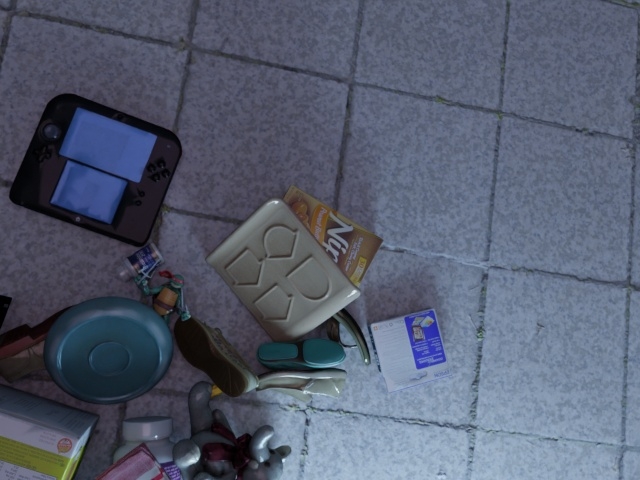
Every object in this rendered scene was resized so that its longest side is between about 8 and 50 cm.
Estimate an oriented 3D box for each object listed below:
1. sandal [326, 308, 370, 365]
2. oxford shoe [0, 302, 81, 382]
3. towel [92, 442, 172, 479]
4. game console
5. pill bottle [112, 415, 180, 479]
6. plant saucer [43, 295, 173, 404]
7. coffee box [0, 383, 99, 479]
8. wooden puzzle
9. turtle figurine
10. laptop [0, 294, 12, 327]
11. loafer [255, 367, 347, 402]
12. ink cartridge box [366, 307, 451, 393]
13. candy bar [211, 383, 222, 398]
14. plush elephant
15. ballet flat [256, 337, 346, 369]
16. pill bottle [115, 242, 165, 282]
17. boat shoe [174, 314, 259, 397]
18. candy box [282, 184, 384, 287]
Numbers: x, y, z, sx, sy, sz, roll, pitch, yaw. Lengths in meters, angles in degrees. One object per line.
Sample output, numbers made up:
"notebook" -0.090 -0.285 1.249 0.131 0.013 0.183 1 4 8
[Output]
"sandal" 0.042 0.232 1.726 0.086 0.120 0.302 -39 83 3
"oxford shoe" -0.669 0.259 1.589 0.349 0.123 0.130 -19 112 -15
"towel" -0.415 0.678 1.420 0.237 0.037 0.329 -38 87 -10
"game console" -0.611 -0.199 1.683 0.387 0.060 0.341 20 78 -7
"pill bottle" -0.438 0.605 1.533 0.170 0.169 0.301 1 81 -11
"plant saucer" -0.537 0.293 1.549 0.318 0.043 0.317 -6 112 -15
"coffee box" -0.753 0.534 1.395 0.339 0.338 0.334 21 78 -8
"wooden puzzle" -0.101 0.087 1.655 0.347 0.322 0.080 48 32 -4
"turtle figurine" -0.421 0.171 1.633 0.175 0.118 0.234 27 92 9
"laptop" -0.896 0.237 1.468 0.265 0.234 0.136 -19 84 -13
"loafer" -0.056 0.402 1.673 0.269 0.102 0.091 -1 79 -9
"ink cartridge box" 0.260 0.320 1.777 0.207 0.045 0.208 -12 83 -13
"candy bar" -0.260 0.399 1.677 0.162 0.018 0.040 -23 90 -14
"plush elephant" -0.208 0.557 1.545 0.256 0.272 0.329 -4 111 2
"ballet flat" -0.053 0.320 1.693 0.248 0.087 0.083 0 61 0
"pill bottle" -0.493 0.063 1.659 0.120 0.067 0.067 -33 89 -14
"boat shoe" -0.285 0.307 1.637 0.285 0.089 0.104 44 107 21
"candy box" 0.000 0.000 1.755 0.317 0.087 0.182 31 77 -4
